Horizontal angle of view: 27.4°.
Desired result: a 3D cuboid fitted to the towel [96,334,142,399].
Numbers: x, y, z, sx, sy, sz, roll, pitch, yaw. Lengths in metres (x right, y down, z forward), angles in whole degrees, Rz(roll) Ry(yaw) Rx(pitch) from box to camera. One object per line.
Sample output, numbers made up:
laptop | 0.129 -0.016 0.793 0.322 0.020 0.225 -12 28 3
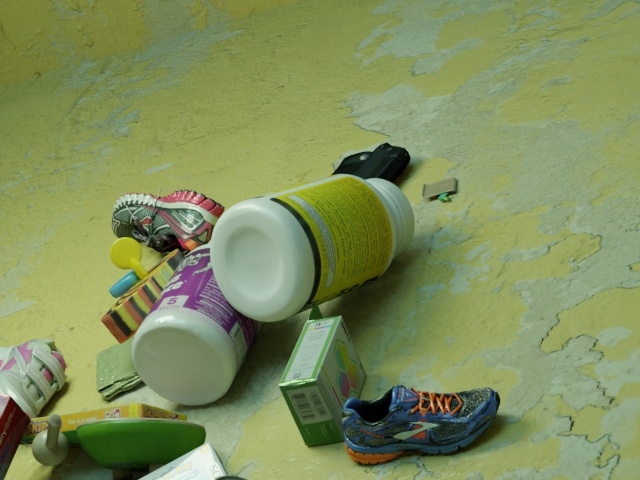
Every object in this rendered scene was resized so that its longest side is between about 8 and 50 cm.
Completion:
towel | -0.325 0.208 2.200 0.110 0.027 0.148 -25 26 -1

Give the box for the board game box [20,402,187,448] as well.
board game box | -0.341 0.283 1.974 0.259 0.124 0.039 -14 69 24

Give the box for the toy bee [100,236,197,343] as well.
toy bee | -0.278 0.062 2.233 0.162 0.195 0.298 -38 29 12

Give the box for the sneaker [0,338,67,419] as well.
sneaker | -0.486 0.229 2.209 0.111 0.103 0.252 -25 26 0

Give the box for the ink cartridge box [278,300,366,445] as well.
ink cartridge box | 0.012 0.181 1.869 0.062 0.109 0.209 -12 27 22

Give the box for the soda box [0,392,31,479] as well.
soda box | -0.514 0.344 1.871 0.092 0.083 0.263 9 60 18

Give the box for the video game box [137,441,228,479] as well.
video game box | -0.197 0.376 1.708 0.205 0.048 0.187 -28 35 -8

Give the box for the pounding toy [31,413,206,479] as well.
pounding toy | -0.278 0.315 1.843 0.236 0.110 0.183 5 -18 -19

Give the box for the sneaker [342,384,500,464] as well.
sneaker | 0.125 0.228 1.707 0.221 0.087 0.083 -16 27 15

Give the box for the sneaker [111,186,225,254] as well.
sneaker | -0.317 -0.028 2.558 0.299 0.121 0.112 -5 61 49

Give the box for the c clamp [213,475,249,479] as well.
c clamp | -0.074 0.346 1.643 0.160 0.022 0.137 22 26 12

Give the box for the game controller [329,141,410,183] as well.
game controller | 0.040 -0.075 2.419 0.166 0.067 0.319 -19 21 44

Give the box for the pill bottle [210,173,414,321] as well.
pill bottle | 0.000 0.000 2.063 0.187 0.188 0.334 -1 11 39

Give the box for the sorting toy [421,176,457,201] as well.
sorting toy | 0.210 -0.086 2.329 0.062 0.012 0.083 -12 24 14

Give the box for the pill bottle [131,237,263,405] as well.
pill bottle | -0.172 0.109 2.095 0.169 0.169 0.301 -11 28 24
